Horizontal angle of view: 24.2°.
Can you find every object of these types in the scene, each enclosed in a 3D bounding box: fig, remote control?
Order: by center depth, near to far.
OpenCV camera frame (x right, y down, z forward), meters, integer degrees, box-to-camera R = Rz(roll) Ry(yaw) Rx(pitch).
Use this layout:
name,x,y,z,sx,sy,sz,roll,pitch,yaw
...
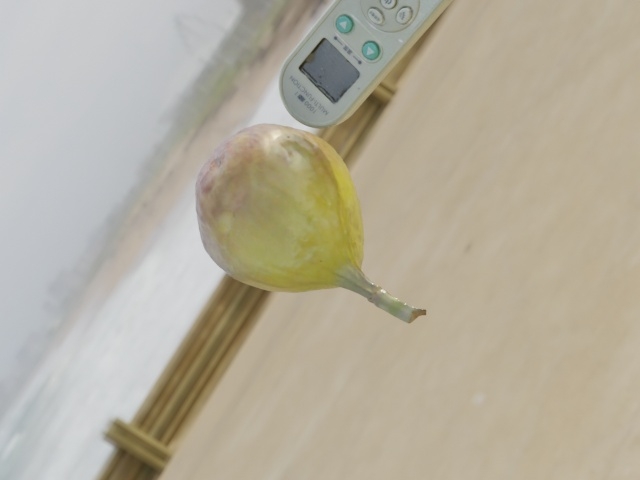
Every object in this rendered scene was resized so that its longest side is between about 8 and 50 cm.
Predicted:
name,x,y,z,sx,sy,sz,roll,pitch,yaw
remote control,0.045,-0.188,1.317,0.221,0.078,0.042,-48,-6,29
fig,0.000,0.000,1.387,0.159,0.257,0.159,-35,-33,-28
